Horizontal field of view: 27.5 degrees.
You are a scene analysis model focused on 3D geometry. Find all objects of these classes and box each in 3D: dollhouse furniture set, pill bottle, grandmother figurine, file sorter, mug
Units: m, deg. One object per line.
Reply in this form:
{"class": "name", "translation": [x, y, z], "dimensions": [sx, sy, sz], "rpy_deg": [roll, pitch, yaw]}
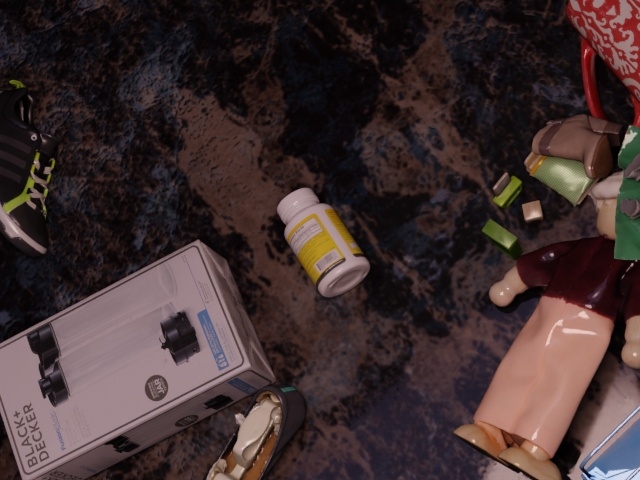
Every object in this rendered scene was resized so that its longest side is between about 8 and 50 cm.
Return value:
{"class": "dollhouse furniture set", "translation": [0.234, -0.055, 1.394], "dimensions": [0.076, 0.058, 0.151], "rpy_deg": [38, 88, 23]}
{"class": "pill bottle", "translation": [0.000, 0.000, 1.449], "dimensions": [0.065, 0.065, 0.116], "rpy_deg": [-35, 67, 5]}
{"class": "grandmother figurine", "translation": [0.261, 0.072, 1.330], "dimensions": [0.208, 0.104, 0.342], "rpy_deg": [26, 81, 37]}
{"class": "file sorter", "translation": [0.346, 0.242, 1.247], "dimensions": [0.118, 0.104, 0.170], "rpy_deg": [-45, 67, 2]}
{"class": "mug", "translation": [0.333, -0.201, 1.380], "dimensions": [0.150, 0.113, 0.169], "rpy_deg": [-37, 64, 2]}

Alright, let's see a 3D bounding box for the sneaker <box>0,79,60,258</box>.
{"class": "sneaker", "translation": [-0.360, -0.094, 1.580], "dimensions": [0.097, 0.084, 0.234], "rpy_deg": [-25, 68, 8]}

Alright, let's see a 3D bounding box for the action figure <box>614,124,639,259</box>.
{"class": "action figure", "translation": [0.405, -0.025, 1.284], "dimensions": [0.232, 0.063, 0.137], "rpy_deg": [13, 80, -14]}

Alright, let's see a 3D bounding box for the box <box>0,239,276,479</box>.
{"class": "box", "translation": [-0.216, 0.143, 1.463], "dimensions": [0.290, 0.087, 0.169], "rpy_deg": [-27, 68, 9]}

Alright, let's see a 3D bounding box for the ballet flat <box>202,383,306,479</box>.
{"class": "ballet flat", "translation": [-0.087, 0.241, 1.403], "dimensions": [0.074, 0.074, 0.203], "rpy_deg": [30, 85, 23]}

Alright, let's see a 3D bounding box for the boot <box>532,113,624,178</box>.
{"class": "boot", "translation": [0.262, -0.096, 1.359], "dimensions": [0.087, 0.118, 0.042], "rpy_deg": [3, 118, 29]}
